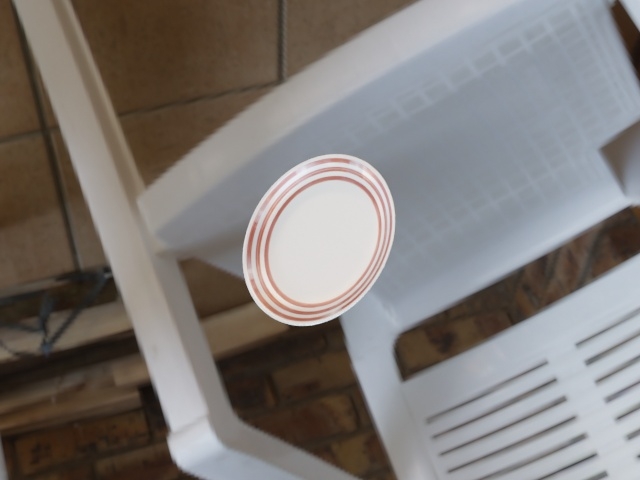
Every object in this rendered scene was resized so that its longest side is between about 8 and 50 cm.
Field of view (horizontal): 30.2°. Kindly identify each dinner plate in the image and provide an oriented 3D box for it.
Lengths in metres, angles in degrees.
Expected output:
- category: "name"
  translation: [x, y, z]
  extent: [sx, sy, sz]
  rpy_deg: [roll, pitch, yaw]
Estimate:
- category: "dinner plate"
  translation: [0.000, 0.000, 0.924]
  extent: [0.141, 0.141, 0.017]
  rpy_deg: [-35, 146, 19]
